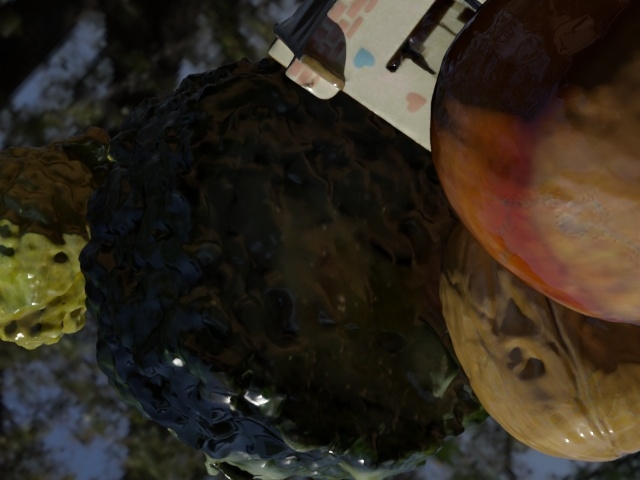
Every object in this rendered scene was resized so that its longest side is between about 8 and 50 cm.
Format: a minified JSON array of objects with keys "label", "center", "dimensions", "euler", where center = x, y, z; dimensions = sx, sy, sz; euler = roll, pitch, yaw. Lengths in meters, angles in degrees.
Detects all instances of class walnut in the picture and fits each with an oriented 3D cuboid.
[{"label":"walnut","center":[0.171,0.053,1.063],"dimensions":[0.197,0.165,0.165],"euler":[62,-168,0]}]

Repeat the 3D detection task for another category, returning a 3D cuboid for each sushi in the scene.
[{"label":"sushi","center":[-0.004,0.036,1.168],"dimensions":[0.352,0.178,0.294],"euler":[21,-114,-34]}]

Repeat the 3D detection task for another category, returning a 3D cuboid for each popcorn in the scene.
[{"label":"popcorn","center":[-0.307,-0.012,1.722],"dimensions":[0.206,0.251,0.237],"euler":[42,176,32]}]

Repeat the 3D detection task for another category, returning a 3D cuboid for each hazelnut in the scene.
[{"label":"hazelnut","center":[0.134,-0.047,0.579],"dimensions":[0.182,0.182,0.182],"euler":[43,-168,-11]}]

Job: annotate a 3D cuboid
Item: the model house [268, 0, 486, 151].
[{"label":"model house","center":[0.157,-0.164,0.902],"dimensions":[0.244,0.326,0.169],"euler":[35,-163,-11]}]
